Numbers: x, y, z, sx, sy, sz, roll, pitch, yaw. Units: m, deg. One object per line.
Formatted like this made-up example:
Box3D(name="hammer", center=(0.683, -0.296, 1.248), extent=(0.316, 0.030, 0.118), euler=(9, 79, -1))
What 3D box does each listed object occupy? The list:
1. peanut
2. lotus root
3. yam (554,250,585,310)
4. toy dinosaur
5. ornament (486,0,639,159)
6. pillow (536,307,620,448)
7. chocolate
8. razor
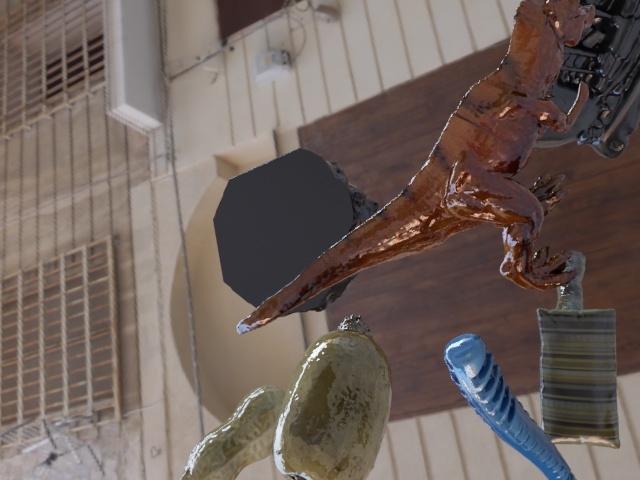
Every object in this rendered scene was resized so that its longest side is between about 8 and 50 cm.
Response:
Box3D(name="peanut", center=(-0.167, 0.412, 1.284), extent=(0.274, 0.111, 0.125), euler=(-42, -61, -16))
Box3D(name="lotus root", center=(0.033, 0.250, 1.022), extent=(0.169, 0.151, 0.343), euler=(36, -133, -13))
Box3D(name="yam", center=(0.528, 0.105, 1.351), extent=(0.061, 0.061, 0.253), euler=(63, -147, -20))
Box3D(name="toy dinosaur", center=(0.136, -0.030, 0.569), extent=(0.208, 0.432, 0.097), euler=(34, -174, -27))
Box3D(name="ornament", center=(0.281, -0.205, 0.718), extent=(0.260, 0.251, 0.106), euler=(1, -146, -34))
Box3D(name="pillow", center=(0.380, 0.202, 0.942), extent=(0.038, 0.113, 0.204), euler=(6, -96, -73))
Box3D(name="chocolate", center=(0.000, 0.000, 0.883), extent=(0.177, 0.224, 0.207), euler=(6, -111, -55))
Box3D(name="razor", center=(0.167, 0.169, 0.500), extent=(0.253, 0.042, 0.082), euler=(55, -151, -21))
